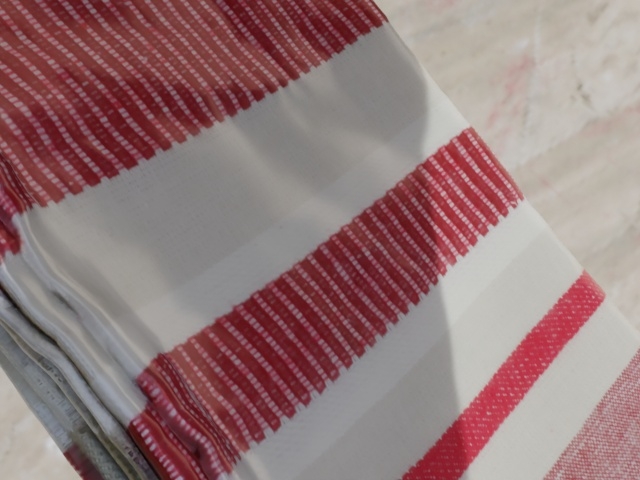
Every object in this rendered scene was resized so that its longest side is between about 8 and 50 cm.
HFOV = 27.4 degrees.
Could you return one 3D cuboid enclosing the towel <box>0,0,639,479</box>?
[{"bbox_3d":[0.000,0.000,0.406,0.037,0.329,0.237,-40,179,37],"label":"towel"}]
